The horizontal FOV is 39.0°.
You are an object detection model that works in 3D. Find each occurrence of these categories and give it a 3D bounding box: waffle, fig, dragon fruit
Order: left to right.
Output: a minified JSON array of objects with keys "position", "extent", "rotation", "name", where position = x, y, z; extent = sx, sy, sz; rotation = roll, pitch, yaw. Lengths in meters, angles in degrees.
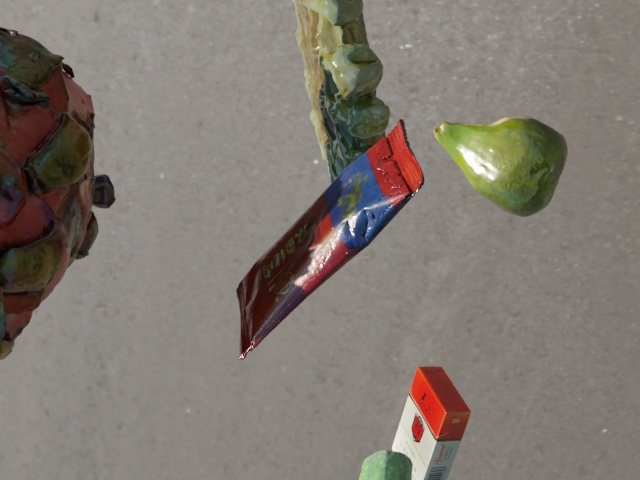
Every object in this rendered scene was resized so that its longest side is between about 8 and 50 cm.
[{"position":[-0.331,-0.003,0.732],"extent":[0.296,0.314,0.263],"rotation":[95,166,-46],"name":"dragon fruit"},{"position":[0.014,-0.171,0.868],"extent":[0.309,0.056,0.291],"rotation":[83,176,-62],"name":"waffle"},{"position":[0.360,-0.172,1.866],"extent":[0.275,0.206,0.206],"rotation":[19,114,8],"name":"fig"}]

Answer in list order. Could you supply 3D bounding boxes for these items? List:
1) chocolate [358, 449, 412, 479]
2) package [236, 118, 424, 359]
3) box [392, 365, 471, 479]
[{"position":[0.054,0.346,0.908],"extent":[0.110,0.110,0.291],"rotation":[-46,20,40],"name":"chocolate"},{"position":[0.000,0.000,0.663],"extent":[0.200,0.022,0.083],"rotation":[-46,32,22],"name":"package"},{"position":[0.151,0.264,1.249],"extent":[0.100,0.048,0.152],"rotation":[-123,38,-53],"name":"box"}]
